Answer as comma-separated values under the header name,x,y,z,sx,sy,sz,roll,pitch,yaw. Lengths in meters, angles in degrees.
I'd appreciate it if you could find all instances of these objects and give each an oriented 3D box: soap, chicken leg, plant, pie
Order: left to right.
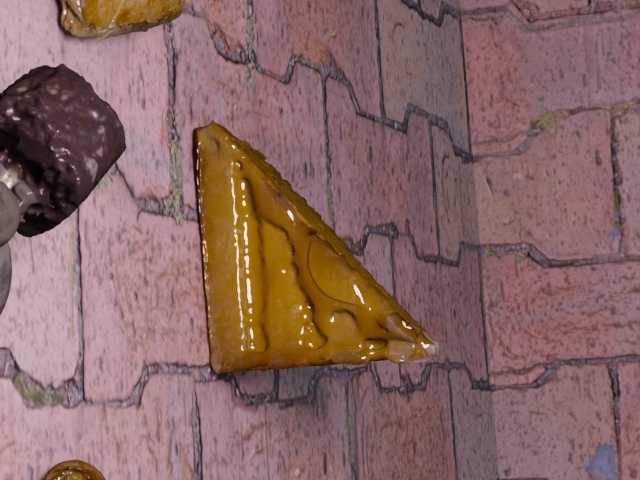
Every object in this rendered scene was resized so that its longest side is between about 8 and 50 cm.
name,x,y,z,sx,sy,sz,roll,pitch,yaw
plant,-0.316,-0.047,1.740,0.146,0.149,0.274,36,55,-6
chicken leg,-0.256,0.318,1.908,0.093,0.070,0.178,-58,148,-50
pie,-0.240,-0.309,2.113,0.282,0.068,0.128,-25,107,-64
soap,0.000,0.000,2.325,0.169,0.304,0.339,5,80,-73
